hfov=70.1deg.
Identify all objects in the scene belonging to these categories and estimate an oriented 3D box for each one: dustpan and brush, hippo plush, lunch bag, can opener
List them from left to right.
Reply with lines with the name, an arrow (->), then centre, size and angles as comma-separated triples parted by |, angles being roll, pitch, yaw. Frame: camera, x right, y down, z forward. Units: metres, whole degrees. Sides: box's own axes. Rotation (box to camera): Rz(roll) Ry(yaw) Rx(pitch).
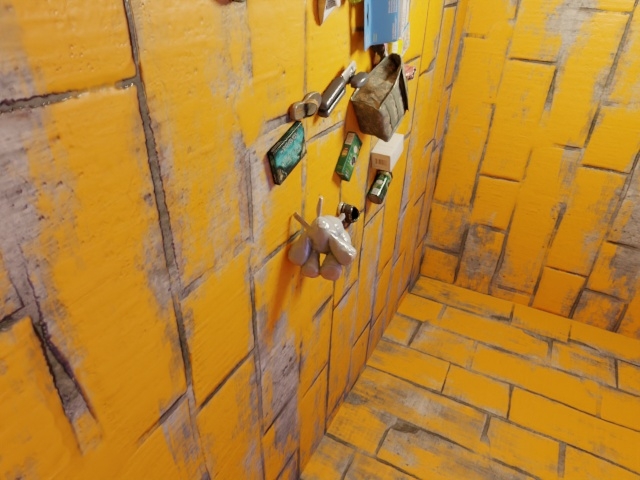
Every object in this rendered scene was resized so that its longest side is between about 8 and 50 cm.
hippo plush -> 0.000, 0.000, 1.745 | 0.294, 0.234, 0.236 | 58, 14, -7
dustpan and brush -> 0.036, -0.783, 1.384 | 0.147, 0.060, 0.211 | -61, 155, -27
can opener -> 0.078, -0.543, 1.629 | 0.280, 0.093, 0.074 | -54, 152, -29
lunch bag -> 0.278, -0.600, 1.906 | 0.287, 0.169, 0.235 | -57, 155, -12

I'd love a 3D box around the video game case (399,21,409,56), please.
video game case -> 0.389, -0.937, 2.166 | 0.166, 0.015, 0.119 | -60, 154, -30

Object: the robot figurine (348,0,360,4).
robot figurine -> 0.115, -0.847, 1.515 | 0.101, 0.067, 0.115 | -102, -164, -66

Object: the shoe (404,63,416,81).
shoe -> 0.404, -0.793, 2.216 | 0.178, 0.081, 0.063 | -61, 155, -28

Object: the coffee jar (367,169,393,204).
coffee jar -> 0.311, -0.285, 2.362 | 0.184, 0.079, 0.096 | -64, 153, -19

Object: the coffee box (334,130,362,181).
coffee box -> 0.119, -0.351, 1.912 | 0.113, 0.041, 0.184 | 31, 76, -67

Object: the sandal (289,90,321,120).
sandal -> -0.038, -0.429, 1.475 | 0.180, 0.049, 0.072 | -46, 145, -48

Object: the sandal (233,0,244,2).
sandal -> -0.118, -0.664, 1.071 | 0.302, 0.086, 0.120 | -64, 156, -21

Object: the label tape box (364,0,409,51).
label tape box -> 0.256, -0.886, 1.713 | 0.240, 0.106, 0.333 | 84, 23, -44

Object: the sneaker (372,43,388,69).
sneaker -> 0.257, -0.783, 1.900 | 0.178, 0.072, 0.077 | 77, 25, -61

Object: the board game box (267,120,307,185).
board game box -> -0.103, -0.280, 1.460 | 0.186, 0.026, 0.126 | -56, 152, -35

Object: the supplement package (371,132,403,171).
supplement package -> 0.334, -0.444, 2.269 | 0.179, 0.105, 0.105 | -57, 153, -33

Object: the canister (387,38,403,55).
canister -> 0.312, -0.794, 2.014 | 0.126, 0.073, 0.169 | -43, 142, -52

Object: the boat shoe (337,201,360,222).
boat shoe -> 0.143, -0.118, 2.098 | 0.228, 0.069, 0.081 | 22, 85, -68
